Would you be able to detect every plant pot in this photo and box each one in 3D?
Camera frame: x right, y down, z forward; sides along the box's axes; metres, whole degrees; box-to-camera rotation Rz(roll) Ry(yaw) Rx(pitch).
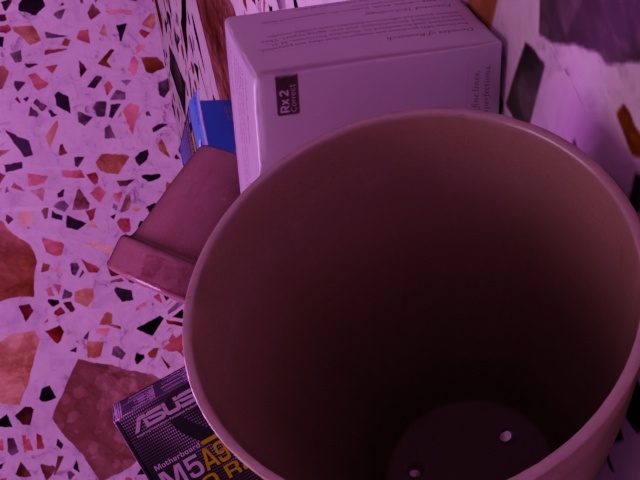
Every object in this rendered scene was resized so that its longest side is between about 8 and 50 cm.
[{"bbox_3d":[0.080,0.100,0.685,0.274,0.256,0.256,66,-177,-53],"label":"plant pot"},{"bbox_3d":[-0.158,-0.013,1.605,0.229,0.263,0.263,-68,12,-2],"label":"plant pot"}]

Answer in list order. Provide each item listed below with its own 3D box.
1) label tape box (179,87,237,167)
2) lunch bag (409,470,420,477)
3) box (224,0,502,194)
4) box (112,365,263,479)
[{"bbox_3d":[-0.167,-0.108,1.911,0.347,0.115,0.249,136,122,-73],"label":"label tape box"},{"bbox_3d":[0.042,0.310,0.955,0.212,0.256,0.305,32,144,10],"label":"lunch bag"},{"bbox_3d":[0.030,-0.079,0.814,0.119,0.182,0.181,-114,18,-54],"label":"box"},{"bbox_3d":[-0.081,0.230,1.294,0.216,0.270,0.060,64,173,-17],"label":"box"}]
